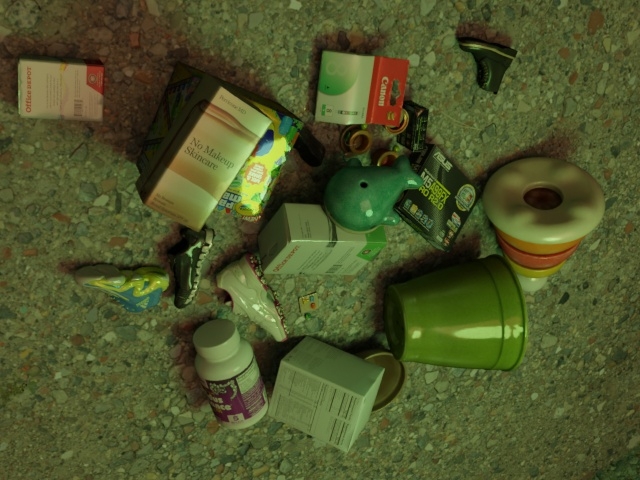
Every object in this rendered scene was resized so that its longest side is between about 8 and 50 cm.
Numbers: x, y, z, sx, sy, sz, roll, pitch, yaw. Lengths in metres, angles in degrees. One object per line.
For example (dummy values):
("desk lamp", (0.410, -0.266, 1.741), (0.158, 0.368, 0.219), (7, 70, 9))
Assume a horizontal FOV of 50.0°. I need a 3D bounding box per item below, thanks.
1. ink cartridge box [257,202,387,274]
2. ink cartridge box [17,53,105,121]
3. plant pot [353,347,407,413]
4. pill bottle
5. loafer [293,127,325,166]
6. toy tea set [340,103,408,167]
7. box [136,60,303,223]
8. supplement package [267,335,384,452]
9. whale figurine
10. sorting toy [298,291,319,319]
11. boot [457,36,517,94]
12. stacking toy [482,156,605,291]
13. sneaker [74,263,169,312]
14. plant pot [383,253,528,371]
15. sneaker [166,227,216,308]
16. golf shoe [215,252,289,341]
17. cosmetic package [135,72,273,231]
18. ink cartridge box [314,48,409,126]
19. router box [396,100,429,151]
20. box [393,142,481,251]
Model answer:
("ink cartridge box", (0.000, 0.000, 1.860), (0.289, 0.122, 0.211), (2, 153, -27))
("ink cartridge box", (-0.569, -0.335, 1.506), (0.175, 0.072, 0.127), (-1, 115, -25))
("plant pot", (0.150, 0.434, 2.215), (0.237, 0.110, 0.237), (-12, 119, -22))
("pill bottle", (-0.260, 0.376, 1.952), (0.169, 0.169, 0.302), (-23, 122, -14))
("loafer", (-0.051, -0.271, 1.807), (0.170, 0.062, 0.061), (49, 50, -28))
("toy tea set", (0.150, -0.210, 1.883), (0.200, 0.124, 0.336), (-3, 115, -25))
("box", (-0.246, -0.232, 1.652), (0.290, 0.177, 0.279), (17, 107, -31))
("supplement package", (0.017, 0.446, 2.027), (0.199, 0.262, 0.198), (-33, 141, -63))
("whale figurine", (0.140, -0.135, 1.756), (0.272, 0.216, 0.141), (-28, 164, -15))
("sorting toy", (-0.032, 0.200, 2.069), (0.062, 0.012, 0.083), (-18, 120, -17))
("boot", (0.454, -0.487, 1.927), (0.197, 0.077, 0.137), (6, 117, -27))
("stacking toy", (0.685, 0.009, 2.183), (0.350, 0.351, 0.480), (-25, 138, -13))
("sneaker", (-0.509, 0.133, 1.758), (0.240, 0.091, 0.126), (4, 113, -28))
("plant pot", (0.390, 0.238, 2.119), (0.352, 0.366, 0.367), (-4, 117, -10))
("sneaker", (-0.362, 0.066, 1.807), (0.106, 0.078, 0.234), (15, 103, -28))
("golf shoe", (-0.189, 0.176, 1.937), (0.140, 0.115, 0.306), (-23, 120, 2))
("cosmetic package", (-0.254, -0.188, 1.484), (0.153, 0.129, 0.296), (28, 101, -32))
("ink cartridge box", (0.105, -0.386, 1.764), (0.224, 0.056, 0.181), (8, 113, 2))
("router box", (0.254, -0.317, 1.900), (0.038, 0.092, 0.122), (-8, 117, -23))
("box", (0.338, -0.123, 2.020), (0.270, 0.060, 0.216), (38, 80, -37))
